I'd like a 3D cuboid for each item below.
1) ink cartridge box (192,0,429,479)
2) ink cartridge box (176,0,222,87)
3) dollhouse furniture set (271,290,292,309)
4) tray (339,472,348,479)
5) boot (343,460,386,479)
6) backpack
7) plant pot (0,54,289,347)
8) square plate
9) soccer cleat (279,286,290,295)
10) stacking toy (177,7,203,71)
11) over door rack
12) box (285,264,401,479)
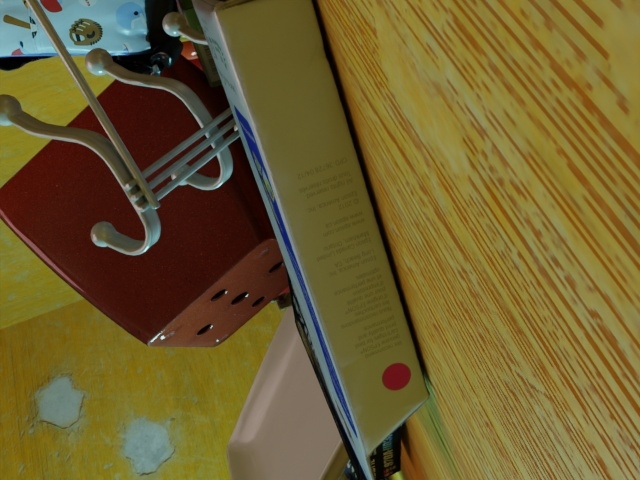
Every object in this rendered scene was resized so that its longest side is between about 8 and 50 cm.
[{"bbox_3d":[0.000,0.000,0.585,0.176,0.069,0.370,-124,17,-67],"label":"ink cartridge box"},{"bbox_3d":[-0.136,-0.285,0.924,0.109,0.062,0.209,76,172,-53],"label":"ink cartridge box"},{"bbox_3d":[-0.033,0.055,1.060,0.114,0.081,0.091,-116,8,-51],"label":"dollhouse furniture set"},{"bbox_3d":[0.108,0.554,1.243,0.411,0.076,0.203,56,169,24],"label":"tray"},{"bbox_3d":[0.075,0.381,1.349,0.190,0.069,0.086,57,165,26],"label":"boot"},{"bbox_3d":[-0.285,-0.278,0.786,0.276,0.263,0.213,-118,17,-50],"label":"backpack"},{"bbox_3d":[-0.159,-0.019,0.950,0.235,0.267,0.267,53,-170,18],"label":"plant pot"},{"bbox_3d":[-0.033,0.256,1.122,0.347,0.049,0.344,-66,20,15],"label":"square plate"},{"bbox_3d":[-0.073,-0.008,1.286,0.095,0.083,0.248,-111,-1,-76],"label":"soccer cleat"},{"bbox_3d":[-0.193,-0.332,1.111,0.330,0.141,0.141,64,-178,-56],"label":"stacking toy"},{"bbox_3d":[-0.151,-0.184,0.605,0.239,0.108,0.324,-52,-51,-52],"label":"over door rack"},{"bbox_3d":[0.022,0.122,0.850,0.175,0.051,0.220,84,166,-54],"label":"box"}]
